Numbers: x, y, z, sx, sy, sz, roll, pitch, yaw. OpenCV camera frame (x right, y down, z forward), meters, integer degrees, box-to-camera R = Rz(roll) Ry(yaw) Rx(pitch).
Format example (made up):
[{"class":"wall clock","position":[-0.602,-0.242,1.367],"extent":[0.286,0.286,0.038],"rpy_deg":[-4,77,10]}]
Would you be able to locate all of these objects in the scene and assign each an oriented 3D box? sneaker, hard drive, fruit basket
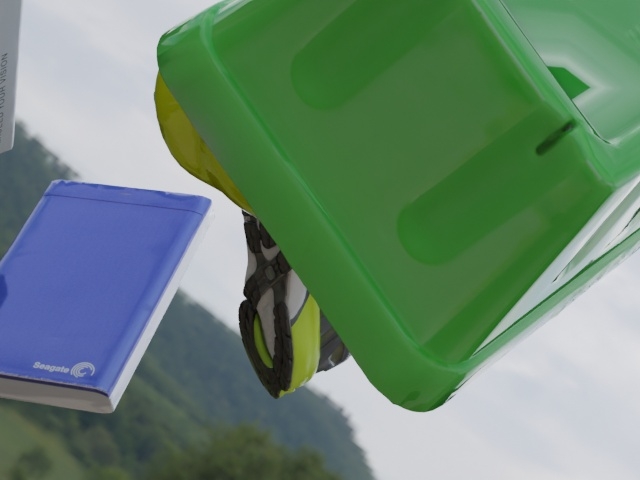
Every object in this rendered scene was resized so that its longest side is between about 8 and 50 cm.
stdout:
[{"class":"sneaker","position":[0.000,0.000,1.491],"extent":[0.111,0.121,0.300],"rpy_deg":[42,-43,38]},{"class":"hard drive","position":[-0.272,0.054,1.852],"extent":[0.210,0.318,0.040],"rpy_deg":[7,-47,17]},{"class":"fruit basket","position":[0.061,-0.074,0.975],"extent":[0.283,0.392,0.392],"rpy_deg":[55,-13,4]}]

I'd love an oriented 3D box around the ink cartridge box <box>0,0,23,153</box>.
[{"class":"ink cartridge box","position":[-0.351,-0.138,1.127],"extent":[0.071,0.330,0.324],"rpy_deg":[42,-39,24]}]
